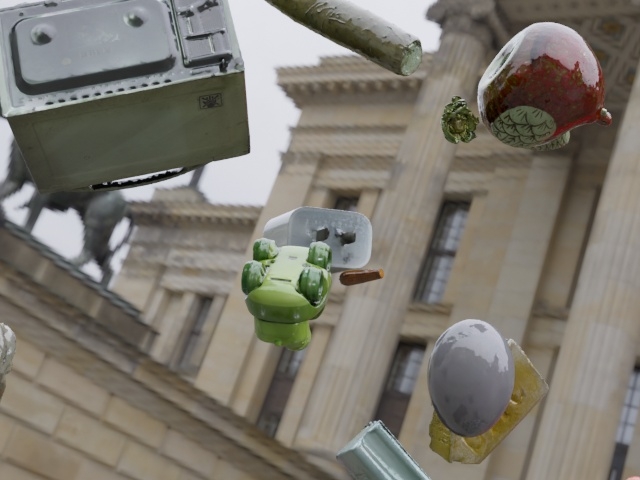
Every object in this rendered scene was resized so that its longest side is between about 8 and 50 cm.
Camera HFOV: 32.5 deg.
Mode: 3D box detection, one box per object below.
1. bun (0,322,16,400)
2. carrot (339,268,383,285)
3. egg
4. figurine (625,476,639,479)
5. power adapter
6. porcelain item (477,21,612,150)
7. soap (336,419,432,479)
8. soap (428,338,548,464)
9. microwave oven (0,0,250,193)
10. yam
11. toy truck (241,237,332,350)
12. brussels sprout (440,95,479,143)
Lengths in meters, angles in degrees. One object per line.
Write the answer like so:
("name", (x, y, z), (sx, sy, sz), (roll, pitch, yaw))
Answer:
("bun", (-0.578, 0.206, 1.638), (0.204, 0.282, 0.281), (13, -22, 20))
("carrot", (0.082, 0.073, 2.226), (0.093, 0.032, 0.032), (-10, -33, 25))
("egg", (0.251, 0.231, 1.840), (0.146, 0.199, 0.146), (8, 7, -1))
("figurine", (0.630, 0.577, 2.067), (0.208, 0.181, 0.257), (36, -53, 37))
("power adapter", (0.000, 0.000, 2.309), (0.187, 0.124, 0.255), (5, -8, -18))
("porcelain item", (0.412, -0.258, 1.960), (0.252, 0.253, 0.253), (17, -21, 7))
("soap", (0.152, 0.465, 2.054), (0.261, 0.094, 0.150), (48, -16, 4))
("soap", (0.317, 0.328, 2.177), (0.160, 0.257, 0.080), (50, -12, -24))
("microwave oven", (-0.340, -0.278, 1.924), (0.394, 0.247, 0.333), (-12, -25, -7))
("yam", (0.028, -0.373, 1.858), (0.371, 0.083, 0.083), (38, -8, 36))
("toy truck", (-0.057, 0.107, 1.895), (0.148, 0.211, 0.187), (6, 10, 9))
("brussels sprout", (0.240, -0.216, 1.950), (0.058, 0.085, 0.085), (35, -8, 40))
